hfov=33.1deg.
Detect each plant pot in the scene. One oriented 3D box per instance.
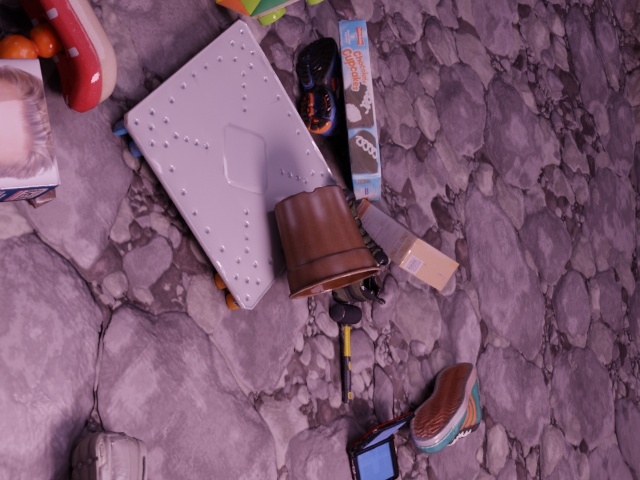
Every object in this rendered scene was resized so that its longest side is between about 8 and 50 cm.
[{"bbox_3d":[0.000,0.000,1.873,0.167,0.167,0.165,-8,77,-52],"label":"plant pot"}]

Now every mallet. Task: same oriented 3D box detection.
[{"bbox_3d":[0.044,0.210,2.033,0.062,0.039,0.189,23,65,-46],"label":"mallet"}]

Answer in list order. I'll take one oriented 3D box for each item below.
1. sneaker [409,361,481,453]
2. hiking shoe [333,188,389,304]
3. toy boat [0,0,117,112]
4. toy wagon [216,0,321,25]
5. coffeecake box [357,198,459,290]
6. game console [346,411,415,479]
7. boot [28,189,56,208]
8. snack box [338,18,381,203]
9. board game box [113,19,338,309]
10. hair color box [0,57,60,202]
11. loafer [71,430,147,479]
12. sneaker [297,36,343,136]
[{"bbox_3d":[0.269,0.364,2.185,0.302,0.108,0.121,-44,117,-59],"label":"sneaker"},{"bbox_3d":[0.079,0.011,2.041,0.086,0.114,0.226,-34,122,-56],"label":"hiking shoe"},{"bbox_3d":[-0.403,-0.289,1.574,0.151,0.151,0.231,-34,106,-20],"label":"toy boat"},{"bbox_3d":[-0.082,-0.522,1.860,0.267,0.344,0.068,55,44,-25],"label":"toy wagon"},{"bbox_3d":[0.160,0.008,2.124,0.142,0.185,0.068,29,97,-43],"label":"coffeecake box"},{"bbox_3d":[0.125,0.401,2.031,0.144,0.124,0.085,-10,60,-53],"label":"game console"},{"bbox_3d":[-0.415,-0.116,1.556,0.114,0.037,0.106,47,59,-27],"label":"boot"},{"bbox_3d":[0.078,-0.252,2.131,0.187,0.060,0.321,76,9,-77],"label":"snack box"},{"bbox_3d":[-0.148,-0.137,1.890,0.390,0.050,0.390,59,40,-20],"label":"board game box"},{"bbox_3d":[-0.510,-0.126,1.312,0.347,0.105,0.173,-8,85,-36],"label":"hair color box"},{"bbox_3d":[-0.279,0.424,1.488,0.111,0.112,0.319,13,67,-40],"label":"loafer"},{"bbox_3d":[0.005,-0.301,2.130,0.087,0.083,0.221,41,49,-59],"label":"sneaker"}]
